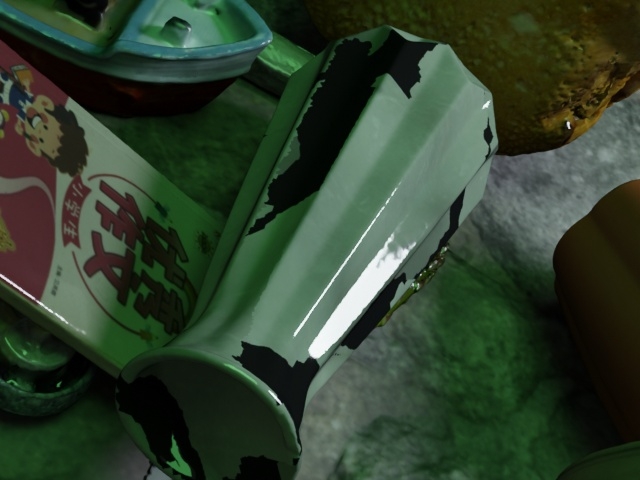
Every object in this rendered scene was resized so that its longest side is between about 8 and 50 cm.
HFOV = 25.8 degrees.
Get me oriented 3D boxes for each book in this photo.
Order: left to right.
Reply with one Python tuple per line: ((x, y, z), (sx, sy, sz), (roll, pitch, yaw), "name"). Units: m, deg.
((-0.139, -0.002, 0.863), (0.232, 0.022, 0.162), (41, 39, -35), "book")

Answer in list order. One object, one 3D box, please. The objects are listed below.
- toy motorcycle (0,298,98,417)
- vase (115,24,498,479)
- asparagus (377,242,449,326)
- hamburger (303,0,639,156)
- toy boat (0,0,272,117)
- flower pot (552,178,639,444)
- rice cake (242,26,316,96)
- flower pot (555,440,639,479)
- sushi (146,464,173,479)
((-0.289, -0.006, 0.799), (0.340, 0.108, 0.223), (5, 63, -34), "toy motorcycle")
((0.000, 0.000, 0.906), (0.165, 0.165, 0.360), (33, 43, 0), "vase")
((0.025, 0.057, 0.977), (0.024, 0.025, 0.248), (8, 31, 38), "asparagus")
((0.144, -0.213, 1.074), (0.314, 0.290, 0.170), (34, 49, -1), "hamburger")
((-0.190, -0.205, 0.998), (0.332, 0.133, 0.145), (28, 45, -6), "toy boat")
((0.264, 0.051, 1.011), (0.190, 0.191, 0.173), (-6, 47, -32), "flower pot")
((0.009, -0.111, 1.097), (0.206, 0.036, 0.047), (30, 58, -3), "rice cake")
((0.252, 0.267, 0.765), (0.307, 0.307, 0.244), (20, 64, -13), "flower pot")
((-0.009, 0.227, 0.804), (0.231, 0.047, 0.220), (24, 47, -9), "sushi")
